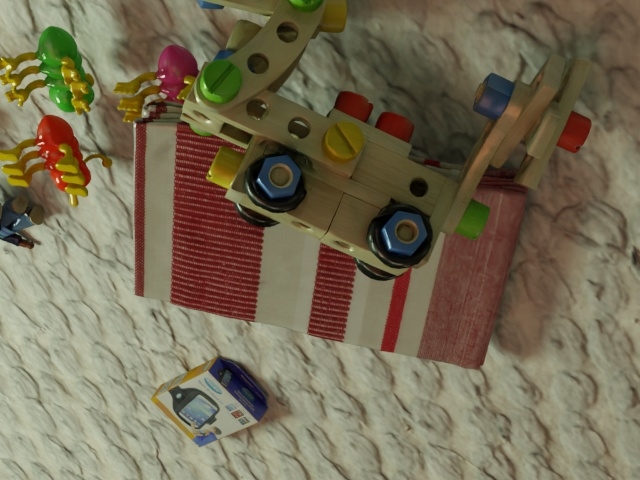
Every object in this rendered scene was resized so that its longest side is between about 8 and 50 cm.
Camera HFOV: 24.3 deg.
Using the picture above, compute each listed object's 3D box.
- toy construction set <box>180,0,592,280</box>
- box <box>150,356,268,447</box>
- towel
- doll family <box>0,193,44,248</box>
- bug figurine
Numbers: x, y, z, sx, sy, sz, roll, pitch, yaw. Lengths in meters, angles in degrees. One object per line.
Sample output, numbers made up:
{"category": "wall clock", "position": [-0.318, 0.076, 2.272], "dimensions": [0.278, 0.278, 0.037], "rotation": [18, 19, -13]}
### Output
{"category": "toy construction set", "position": [0.033, -0.099, 1.124], "dimensions": [0.328, 0.215, 0.151], "rotation": [21, 166, 9]}
{"category": "box", "position": [-0.117, 0.174, 1.607], "dimensions": [0.081, 0.028, 0.136], "rotation": [46, 141, -13]}
{"category": "towel", "position": [0.000, 0.000, 1.284], "dimensions": [0.329, 0.037, 0.237], "rotation": [12, 136, 4]}
{"category": "doll family", "position": [-0.378, -0.043, 1.541], "dimensions": [0.111, 0.076, 0.193], "rotation": [-27, 114, 42]}
{"category": "bug figurine", "position": [-0.165, -0.096, 1.338], "dimensions": [0.279, 0.072, 0.216], "rotation": [12, 140, 20]}
